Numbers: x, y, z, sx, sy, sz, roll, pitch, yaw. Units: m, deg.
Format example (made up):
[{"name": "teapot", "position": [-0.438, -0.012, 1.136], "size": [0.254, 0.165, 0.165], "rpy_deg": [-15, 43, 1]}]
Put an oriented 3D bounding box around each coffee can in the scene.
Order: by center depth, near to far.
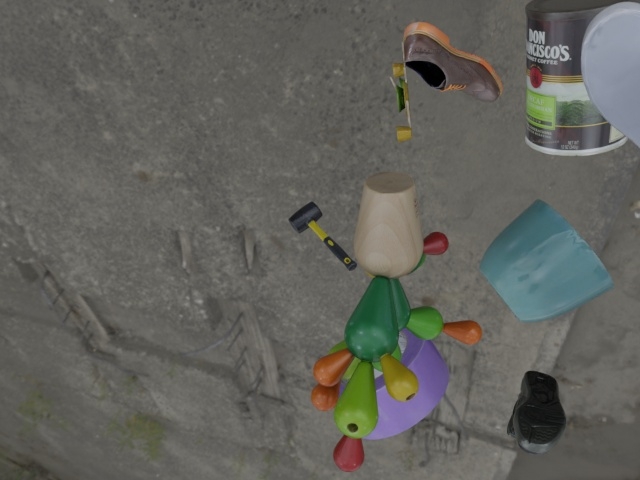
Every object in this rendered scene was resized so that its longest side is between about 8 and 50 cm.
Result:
[{"name": "coffee can", "position": [0.513, -0.334, 1.025], "size": [0.201, 0.201, 0.275], "rpy_deg": [4, 125, 27]}]

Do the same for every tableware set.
[{"name": "tableware set", "position": [0.118, -0.208, 0.760], "size": [0.024, 0.154, 0.104], "rpy_deg": [-6, 143, 11]}]

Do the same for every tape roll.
[{"name": "tape roll", "position": [0.101, 0.214, 0.819], "size": [0.189, 0.189, 0.080], "rpy_deg": [-21, 107, 43]}]

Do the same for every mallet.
[{"name": "mallet", "position": [0.000, 0.000, 0.931], "size": [0.062, 0.190, 0.039], "rpy_deg": [-32, 135, -1]}]

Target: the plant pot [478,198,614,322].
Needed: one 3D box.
[{"name": "plant pot", "position": [0.569, 0.078, 1.368], "size": [0.235, 0.293, 0.293], "rpy_deg": [-39, 112, 11]}]

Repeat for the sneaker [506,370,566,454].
[{"name": "sneaker", "position": [0.396, 0.348, 0.957], "size": [0.087, 0.227, 0.130], "rpy_deg": [9, 107, 19]}]

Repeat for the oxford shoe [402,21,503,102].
[{"name": "oxford shoe", "position": [0.375, -0.472, 1.491], "size": [0.363, 0.133, 0.130], "rpy_deg": [22, 163, -23]}]

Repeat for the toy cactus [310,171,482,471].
[{"name": "toy cactus", "position": [0.058, 0.040, 0.387], "size": [0.112, 0.219, 0.181], "rpy_deg": [15, 128, 26]}]

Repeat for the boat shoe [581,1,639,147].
[{"name": "boat shoe", "position": [0.361, -0.161, 0.562], "size": [0.095, 0.084, 0.258], "rpy_deg": [-20, 131, 41]}]
